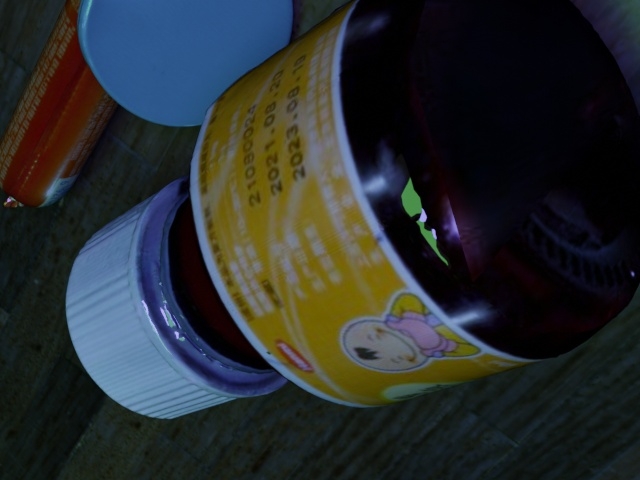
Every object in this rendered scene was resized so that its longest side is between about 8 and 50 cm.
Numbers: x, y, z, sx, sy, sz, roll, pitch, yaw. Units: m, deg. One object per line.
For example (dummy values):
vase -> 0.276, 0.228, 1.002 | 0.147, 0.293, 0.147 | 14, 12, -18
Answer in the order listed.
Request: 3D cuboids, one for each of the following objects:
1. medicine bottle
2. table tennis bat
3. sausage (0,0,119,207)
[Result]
medicine bottle -> 0.000, 0.000, 0.653 | 0.395, 0.242, 0.243 | -26, 103, 47
table tennis bat -> -0.115, -0.168, 0.643 | 0.149, 0.038, 0.237 | -44, 133, 10
sausage -> -0.198, -0.110, 0.763 | 0.083, 0.083, 0.264 | 41, 126, 0
